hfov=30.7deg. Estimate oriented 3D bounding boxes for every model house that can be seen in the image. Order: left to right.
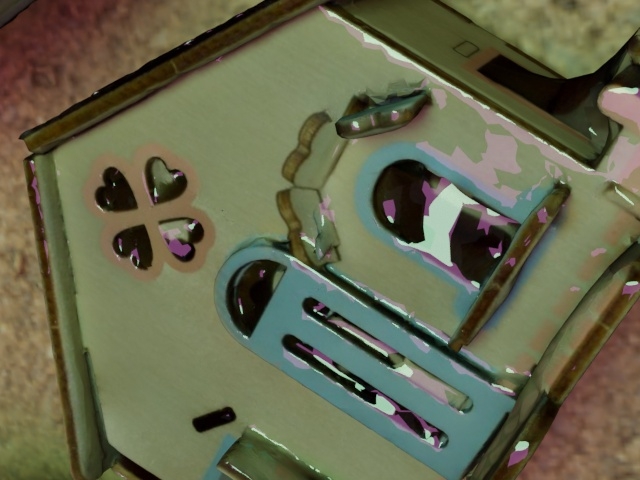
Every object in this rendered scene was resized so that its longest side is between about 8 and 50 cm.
[{"bbox_3d":[0.000,0.000,0.493,0.244,0.169,0.326,35,120,10],"label":"model house"}]

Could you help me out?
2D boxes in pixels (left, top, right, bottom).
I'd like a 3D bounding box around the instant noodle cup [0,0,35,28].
[{"bbox_3d":[-0.231,-0.218,0.470,0.284,0.284,0.312,-29,104,30],"label":"instant noodle cup"}]
